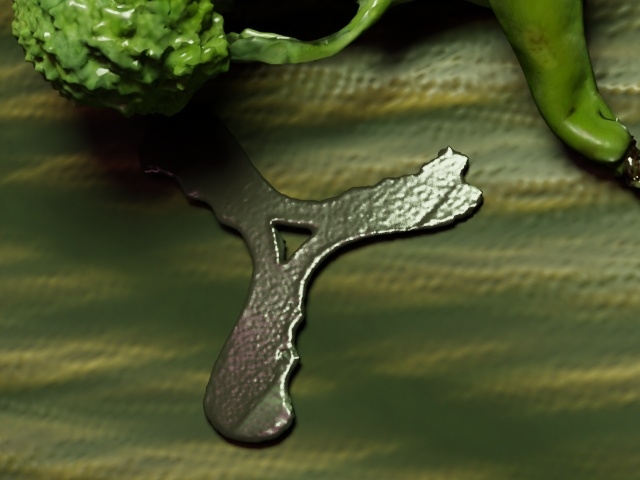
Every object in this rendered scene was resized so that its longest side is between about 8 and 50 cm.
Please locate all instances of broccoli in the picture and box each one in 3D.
[{"bbox_3d":[-0.046,-0.186,1.119,0.302,0.186,0.254,-6,55,-33],"label":"broccoli"}]

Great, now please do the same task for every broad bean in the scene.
[{"bbox_3d":[0.118,-0.158,1.020,0.098,0.056,0.318,-24,105,24],"label":"broad bean"}]

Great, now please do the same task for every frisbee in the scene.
[{"bbox_3d":[0.000,0.000,1.095,0.187,0.012,0.211,-16,66,9],"label":"frisbee"}]
